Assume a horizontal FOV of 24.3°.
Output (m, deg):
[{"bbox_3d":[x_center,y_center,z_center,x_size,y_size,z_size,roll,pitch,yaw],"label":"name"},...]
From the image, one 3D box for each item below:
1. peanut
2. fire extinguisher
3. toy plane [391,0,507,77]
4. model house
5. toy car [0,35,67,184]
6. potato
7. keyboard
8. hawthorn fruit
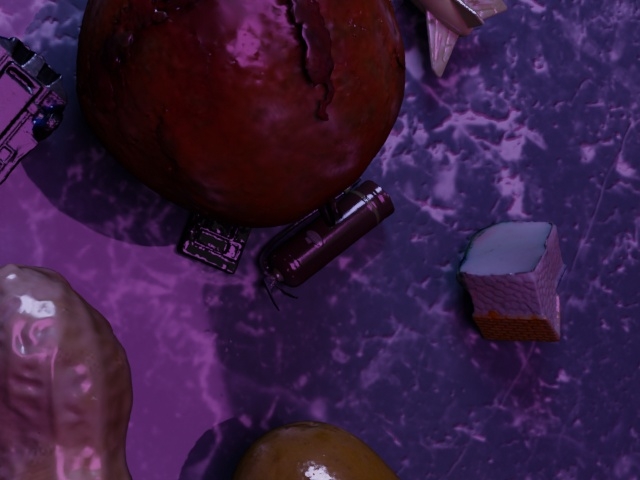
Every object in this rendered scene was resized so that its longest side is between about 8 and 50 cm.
[{"bbox_3d":[-0.226,0.172,1.274,0.149,0.149,0.313,-10,91,-24],"label":"peanut"},{"bbox_3d":[0.000,0.000,1.429,0.158,0.043,0.064,-37,71,-21],"label":"fire extinguisher"},{"bbox_3d":[0.077,-0.286,1.454,0.229,0.092,0.244,-46,103,-17],"label":"toy plane"},{"bbox_3d":[0.198,0.045,1.498,0.100,0.088,0.100,-57,137,-48],"label":"model house"},{"bbox_3d":[-0.311,-0.078,1.289,0.103,0.063,0.216,41,78,-16],"label":"toy car"},{"bbox_3d":[-0.007,0.243,1.358,0.204,0.178,0.158,-19,79,1],"label":"potato"},{"bbox_3d":[-0.074,-0.072,1.417,0.061,0.013,0.204,24,77,-21],"label":"keyboard"},{"bbox_3d":[-0.074,-0.159,1.281,0.316,0.316,0.315,2,86,-23],"label":"hawthorn fruit"}]
